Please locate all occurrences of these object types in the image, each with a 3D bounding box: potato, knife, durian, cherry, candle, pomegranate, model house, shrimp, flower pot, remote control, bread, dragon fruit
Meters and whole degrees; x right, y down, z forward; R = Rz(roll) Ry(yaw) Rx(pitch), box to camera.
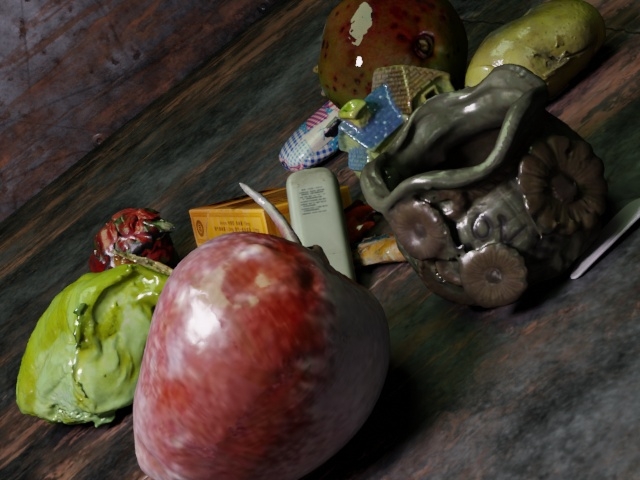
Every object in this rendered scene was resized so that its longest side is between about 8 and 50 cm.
[{"bbox_3d":[0.348,-0.296,1.774,0.248,0.143,0.169,-33,17,-12],"label":"potato"},{"bbox_3d":[0.392,-0.039,1.357,0.244,0.032,0.058,-42,20,1],"label":"knife"},{"bbox_3d":[-0.384,0.180,1.852,0.339,0.204,0.256,-17,41,43],"label":"durian"},{"bbox_3d":[-0.070,0.145,1.335,0.326,0.291,0.335,-23,-44,-59],"label":"cherry"},{"bbox_3d":[-0.016,0.040,1.762,0.301,0.059,0.084,-43,11,-17],"label":"candle"},{"bbox_3d":[0.121,-0.316,2.035,0.291,0.290,0.323,-50,-2,-29],"label":"pomegranate"},{"bbox_3d":[0.134,-0.176,1.791,0.214,0.189,0.195,-42,20,-14],"label":"model house"},{"bbox_3d":[0.125,-0.019,1.678,0.219,0.046,0.152,-17,29,42],"label":"shrimp"},{"bbox_3d":[0.215,-0.063,1.410,0.301,0.213,0.302,-32,22,15],"label":"flower pot"},{"bbox_3d":[0.001,0.000,1.690,0.090,0.038,0.310,-10,48,0],"label":"remote control"},{"bbox_3d":[-0.315,0.080,2.064,0.135,0.154,0.054,-4,26,9],"label":"bread"},{"bbox_3d":[-0.368,0.029,2.173,0.182,0.189,0.182,0,29,0],"label":"dragon fruit"}]

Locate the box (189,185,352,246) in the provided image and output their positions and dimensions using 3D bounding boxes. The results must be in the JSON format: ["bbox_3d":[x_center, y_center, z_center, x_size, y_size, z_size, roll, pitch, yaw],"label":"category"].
[{"bbox_3d":[-0.088,-0.039,1.911,0.174,0.076,0.274,-15,10,-31],"label":"box"}]

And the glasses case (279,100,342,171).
[{"bbox_3d":[0.052,-0.251,2.202,0.327,0.076,0.125,-40,21,-9],"label":"glasses case"}]
